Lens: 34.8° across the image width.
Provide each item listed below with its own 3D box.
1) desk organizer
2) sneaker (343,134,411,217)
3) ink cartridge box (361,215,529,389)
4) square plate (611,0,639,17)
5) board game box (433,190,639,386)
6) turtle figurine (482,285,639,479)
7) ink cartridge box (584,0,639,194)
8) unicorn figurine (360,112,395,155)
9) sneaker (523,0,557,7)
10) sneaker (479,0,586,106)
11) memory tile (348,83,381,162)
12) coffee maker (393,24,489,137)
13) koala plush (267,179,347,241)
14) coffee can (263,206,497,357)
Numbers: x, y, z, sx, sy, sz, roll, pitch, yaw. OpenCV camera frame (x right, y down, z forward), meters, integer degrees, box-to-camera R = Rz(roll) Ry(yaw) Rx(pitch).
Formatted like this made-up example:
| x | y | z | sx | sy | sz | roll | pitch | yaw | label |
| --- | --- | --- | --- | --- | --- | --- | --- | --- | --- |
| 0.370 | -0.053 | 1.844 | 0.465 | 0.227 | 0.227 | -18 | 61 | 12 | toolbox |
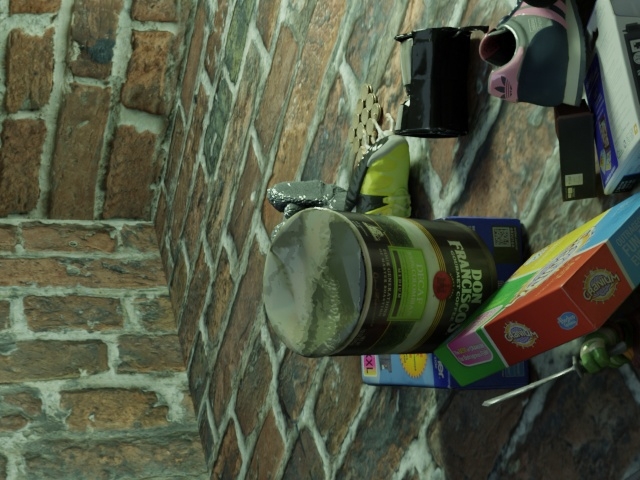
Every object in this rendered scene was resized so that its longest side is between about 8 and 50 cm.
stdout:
| x | y | z | sx | sy | sz | roll | pitch | yaw | label |
| --- | --- | --- | --- | --- | --- | --- | --- | --- | --- |
| 0.344 | -0.122 | 1.380 | 0.050 | 0.047 | 0.130 | -86 | -14 | -56 | desk organizer |
| 0.126 | -0.010 | 1.951 | 0.147 | 0.145 | 0.384 | 23 | 111 | 34 | sneaker |
| 0.206 | 0.108 | 1.673 | 0.395 | 0.151 | 0.270 | 163 | 107 | -66 | ink cartridge box |
| 0.430 | -0.448 | 1.240 | 0.347 | 0.049 | 0.344 | 117 | 147 | -49 | square plate |
| 0.307 | 0.058 | 1.297 | 0.064 | 0.242 | 0.316 | 50 | 151 | 2 | board game box |
| 0.387 | 0.165 | 1.139 | 0.198 | 0.275 | 0.266 | 55 | 152 | -3 | turtle figurine |
| 0.375 | -0.187 | 1.277 | 0.206 | 0.045 | 0.208 | 76 | -174 | -74 | ink cartridge box |
| 0.122 | -0.198 | 2.038 | 0.162 | 0.060 | 0.111 | 95 | 165 | -60 | unicorn figurine |
| 0.323 | -0.446 | 1.324 | 0.145 | 0.090 | 0.270 | -92 | 25 | -59 | sneaker |
| 0.283 | -0.295 | 1.408 | 0.319 | 0.131 | 0.112 | -85 | -7 | -52 | sneaker |
| 0.094 | -0.247 | 2.160 | 0.113 | 0.012 | 0.148 | -112 | 30 | -45 | memory tile |
| 0.200 | -0.266 | 1.735 | 0.171 | 0.120 | 0.178 | 178 | 92 | -68 | coffee maker |
| 0.000 | 0.000 | 2.224 | 0.221 | 0.203 | 0.196 | 82 | -179 | -47 | koala plush |
| 0.086 | 0.063 | 1.436 | 0.201 | 0.275 | 0.201 | -4 | 84 | 46 | coffee can |
